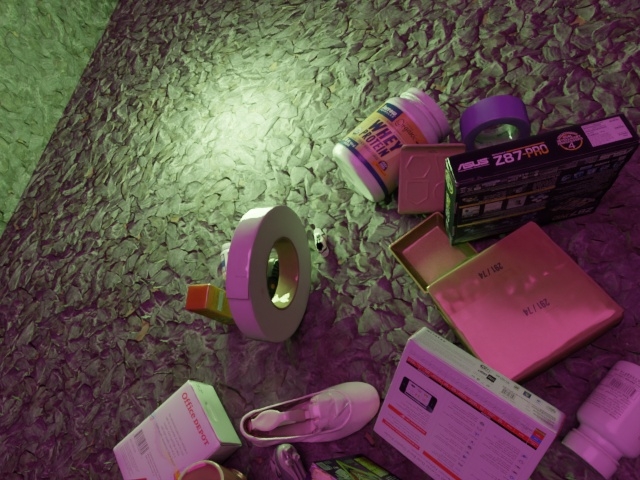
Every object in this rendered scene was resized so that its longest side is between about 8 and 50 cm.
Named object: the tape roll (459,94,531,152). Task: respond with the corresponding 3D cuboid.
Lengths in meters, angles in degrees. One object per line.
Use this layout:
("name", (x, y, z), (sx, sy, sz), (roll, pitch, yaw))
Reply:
("tape roll", (0.511, -0.332, 1.277), (0.188, 0.189, 0.080), (-8, 65, 19))

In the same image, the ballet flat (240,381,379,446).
("ballet flat", (-0.039, 0.476, 1.169), (0.399, 0.139, 0.139), (-19, 61, 13))

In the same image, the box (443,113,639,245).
("box", (0.515, -0.131, 1.082), (0.394, 0.318, 0.097), (-14, 60, 8))

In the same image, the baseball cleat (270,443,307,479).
("baseball cleat", (-0.068, 0.642, 1.150), (0.109, 0.072, 0.206), (-37, 70, 49))

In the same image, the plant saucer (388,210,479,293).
("plant saucer", (0.328, 0.039, 1.267), (0.188, 0.045, 0.188), (-37, 59, 3))

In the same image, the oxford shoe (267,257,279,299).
("oxford shoe", (-0.187, 0.162, 1.414), (0.096, 0.082, 0.227), (10, 69, 45))

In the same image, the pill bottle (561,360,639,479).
("pill bottle", (0.637, 0.386, 0.932), (0.229, 0.131, 0.131), (-48, 59, -4))

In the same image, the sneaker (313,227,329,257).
("sneaker", (0.000, 0.000, 1.421), (0.040, 0.044, 0.109), (-25, 58, 12))

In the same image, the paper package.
("paper package", (0.486, 0.164, 1.075), (0.324, 0.168, 0.310), (-35, 58, 5))

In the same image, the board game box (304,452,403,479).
("board game box", (0.119, 0.548, 0.944), (0.208, 0.347, 0.056), (17, 75, 28))

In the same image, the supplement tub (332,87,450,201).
("supplement tub", (0.221, -0.298, 1.358), (0.316, 0.228, 0.228), (-41, 58, 1))

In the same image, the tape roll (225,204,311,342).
("tape roll", (-0.132, 0.093, 1.231), (0.071, 0.392, 0.393), (0, 67, 23))

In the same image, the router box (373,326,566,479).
("router box", (0.311, 0.413, 0.984), (0.335, 0.082, 0.302), (31, 120, 30))

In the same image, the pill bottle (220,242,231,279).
("pill bottle", (-0.312, 0.073, 1.501), (0.067, 0.067, 0.120), (-20, 61, 13))

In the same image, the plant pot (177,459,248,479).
("plant pot", (-0.283, 0.669, 1.113), (0.201, 0.180, 0.201), (-8, 39, 6))

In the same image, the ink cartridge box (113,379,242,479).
("ink cartridge box", (-0.417, 0.603, 1.266), (0.306, 0.131, 0.226), (-40, 58, -1))

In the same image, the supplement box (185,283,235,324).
("supplement box", (-0.316, 0.203, 1.347), (0.077, 0.233, 0.080), (-6, 68, 19))

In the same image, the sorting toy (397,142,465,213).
("sorting toy", (0.323, -0.180, 1.275), (0.192, 0.209, 0.038), (-2, 20, -5))
